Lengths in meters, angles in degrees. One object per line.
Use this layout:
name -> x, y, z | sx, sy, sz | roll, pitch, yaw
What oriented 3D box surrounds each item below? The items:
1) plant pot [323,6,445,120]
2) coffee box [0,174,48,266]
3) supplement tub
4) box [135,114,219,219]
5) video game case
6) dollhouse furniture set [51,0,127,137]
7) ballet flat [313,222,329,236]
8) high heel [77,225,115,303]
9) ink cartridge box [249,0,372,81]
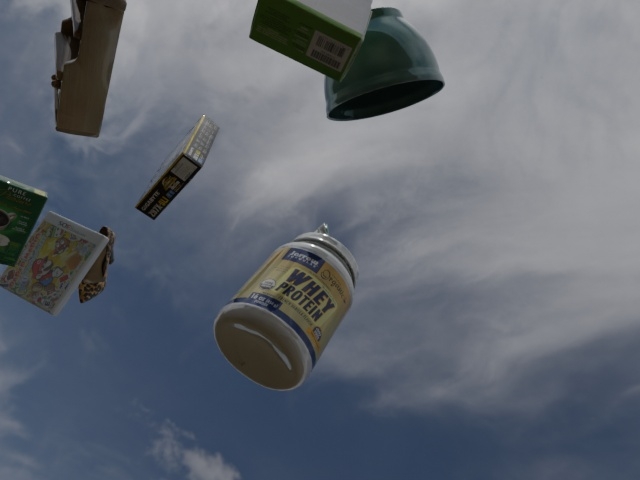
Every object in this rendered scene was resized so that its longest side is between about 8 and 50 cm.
plant pot -> 0.136, -0.430, 1.125 | 0.292, 0.293, 0.197 | -11, -87, 28
coffee box -> -0.684, -0.042, 1.001 | 0.184, 0.113, 0.040 | -60, -144, 9
supplement tub -> -0.062, 0.145, 1.039 | 0.228, 0.316, 0.229 | 17, -49, 20
box -> -0.455, -0.243, 1.499 | 0.079, 0.322, 0.257 | 37, -63, -23
video game case -> -0.688, 0.053, 1.191 | 0.206, 0.026, 0.227 | 21, -109, 18
dollhouse furniture set -> -0.525, -0.332, 0.682 | 0.257, 0.393, 0.362 | -57, -136, 35
ballet flat -> 0.000, 0.000, 1.390 | 0.068, 0.213, 0.072 | -7, -68, -3
high heel -> -0.802, 0.078, 1.643 | 0.093, 0.261, 0.186 | 12, -49, -6
ink cartridge box -> -0.001, -0.445, 0.880 | 0.188, 0.255, 0.097 | 23, -39, -9
